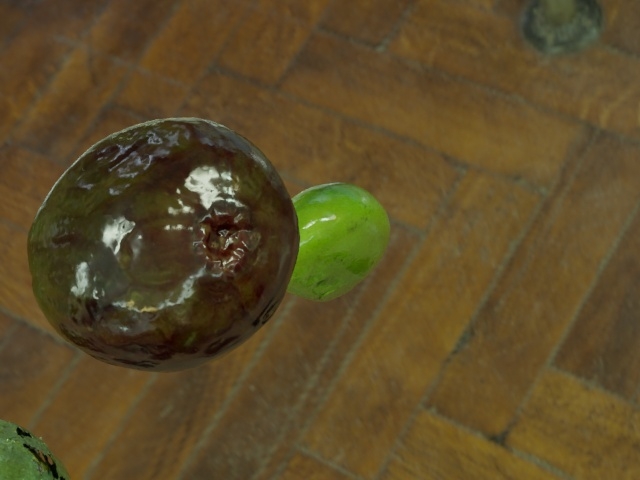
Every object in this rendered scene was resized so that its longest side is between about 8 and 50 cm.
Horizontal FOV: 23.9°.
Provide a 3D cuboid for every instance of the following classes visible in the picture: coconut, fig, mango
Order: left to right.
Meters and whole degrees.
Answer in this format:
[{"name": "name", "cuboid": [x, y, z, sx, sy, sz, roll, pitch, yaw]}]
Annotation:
[{"name": "coconut", "cuboid": [-0.254, 0.211, 1.292, 0.055, 0.158, 0.133, -41, 30, 12]}, {"name": "fig", "cuboid": [-0.079, 0.003, 0.662, 0.109, 0.103, 0.154, -36, 20, -27]}, {"name": "mango", "cuboid": [0.000, 0.000, 0.860, 0.056, 0.108, 0.073, 47, 112, 14]}]
